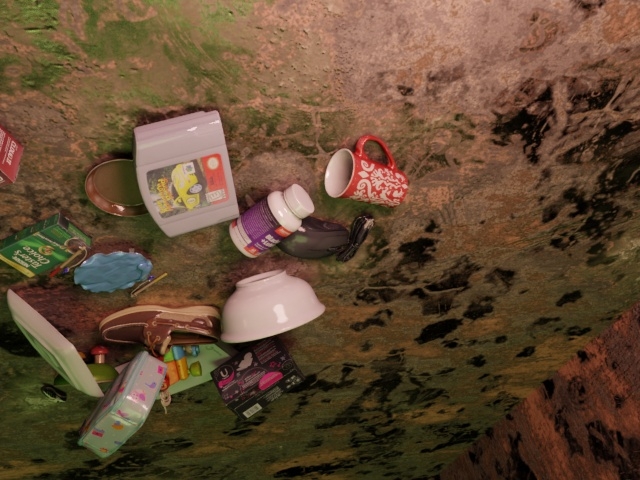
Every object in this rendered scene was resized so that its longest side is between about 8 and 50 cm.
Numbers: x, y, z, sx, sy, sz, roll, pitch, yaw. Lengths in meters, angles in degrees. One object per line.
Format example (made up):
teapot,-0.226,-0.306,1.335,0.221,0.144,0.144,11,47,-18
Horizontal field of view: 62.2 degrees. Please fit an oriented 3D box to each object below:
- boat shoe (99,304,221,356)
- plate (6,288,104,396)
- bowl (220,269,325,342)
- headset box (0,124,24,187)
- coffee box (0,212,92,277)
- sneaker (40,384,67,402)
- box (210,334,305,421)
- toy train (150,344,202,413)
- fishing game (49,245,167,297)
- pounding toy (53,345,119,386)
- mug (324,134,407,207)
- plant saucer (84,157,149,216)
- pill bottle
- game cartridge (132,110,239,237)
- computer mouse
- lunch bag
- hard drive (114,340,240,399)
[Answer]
boat shoe,-0.455,0.267,1.522,0.342,0.123,0.123,0,138,-16
plate,-0.702,0.283,1.388,0.045,0.278,0.277,-43,153,-32
bowl,-0.144,0.161,1.435,0.298,0.134,0.298,-14,-176,1
headset box,-0.711,-0.177,0.946,0.218,0.110,0.293,-19,140,7
coffee box,-0.645,0.014,1.240,0.184,0.040,0.113,-22,139,10
sneaker,-0.887,0.510,1.749,0.044,0.040,0.109,-16,140,6
box,-0.202,0.441,1.733,0.247,0.142,0.163,-32,141,-8
toy train,-0.428,0.410,1.627,0.143,0.105,0.248,-9,110,-7
fishing game,-0.523,0.073,1.339,0.189,0.041,0.264,-34,148,22
pounding toy,-0.716,0.382,1.623,0.183,0.110,0.237,3,166,-30
mug,0.119,-0.147,1.218,0.169,0.113,0.150,12,135,-32
plant saucer,-0.421,-0.119,1.159,0.168,0.029,0.168,-7,139,-7
pill bottle,-0.114,-0.050,1.263,0.193,0.108,0.108,-33,136,22
game cartridge,-0.288,-0.129,1.139,0.196,0.060,0.294,-15,141,-11
computer mouse,0.000,0.000,1.382,0.272,0.072,0.188,8,136,-24
lunch bag,-0.548,0.450,1.475,0.108,0.224,0.279,37,117,-19
hard drive,-0.458,0.419,1.758,0.353,0.047,0.233,-23,139,11
